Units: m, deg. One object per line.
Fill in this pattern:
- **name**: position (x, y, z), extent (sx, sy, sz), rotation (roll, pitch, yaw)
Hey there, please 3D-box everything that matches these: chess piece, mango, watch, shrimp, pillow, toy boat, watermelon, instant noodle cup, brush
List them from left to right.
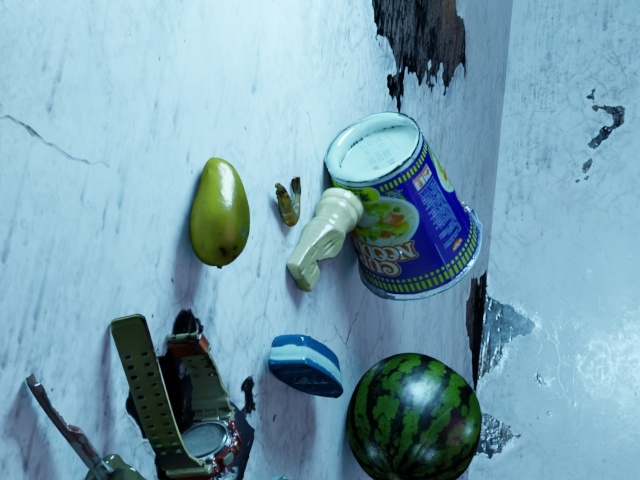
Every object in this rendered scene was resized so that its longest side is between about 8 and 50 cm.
- **brush**: position (-0.260, 0.259, 1.164), extent (0.071, 0.084, 0.301), rotation (-42, 131, -19)
- **watch**: position (-0.188, 0.191, 1.337), extent (0.165, 0.102, 0.268), rotation (-59, 137, -65)
- **mango**: position (-0.143, -0.042, 1.442), extent (0.103, 0.076, 0.160), rotation (33, 53, -60)
- **pillow**: position (-0.143, 0.355, 1.501), extent (0.141, 0.055, 0.208), rotation (69, 30, -59)
- **shrimp**: position (-0.055, -0.079, 1.744), extent (0.127, 0.025, 0.091), rotation (62, 35, -61)
- **toy boat**: position (-0.013, 0.228, 1.797), extent (0.299, 0.096, 0.061), rotation (50, 36, -64)
- **chess piece**: position (0.000, 0.000, 1.847), extent (0.200, 0.090, 0.090), rotation (-58, 146, -35)
- **instant noodle cup**: position (0.154, -0.081, 2.015), extent (0.312, 0.284, 0.284), rotation (61, 35, -41)
- **watermelon**: position (0.195, 0.382, 2.100), extent (0.285, 0.285, 0.285), rotation (2, 90, -70)

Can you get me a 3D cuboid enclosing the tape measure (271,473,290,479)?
- **tape measure**: position (-0.072, 0.488, 1.642), extent (0.175, 0.106, 0.200), rotation (63, 30, -28)
